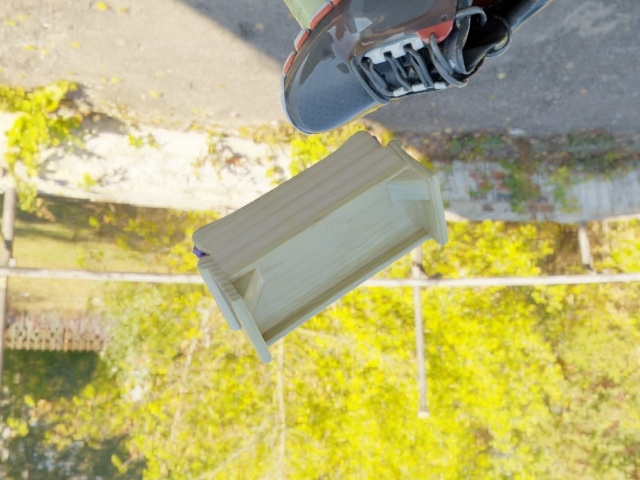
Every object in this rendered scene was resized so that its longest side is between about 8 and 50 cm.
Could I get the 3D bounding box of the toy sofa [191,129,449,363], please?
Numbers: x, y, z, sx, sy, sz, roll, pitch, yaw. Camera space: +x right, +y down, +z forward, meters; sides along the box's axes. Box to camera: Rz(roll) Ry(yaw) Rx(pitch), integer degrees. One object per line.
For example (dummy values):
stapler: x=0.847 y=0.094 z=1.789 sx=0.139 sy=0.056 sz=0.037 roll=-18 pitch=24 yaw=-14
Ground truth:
toy sofa: x=0.000 y=0.000 z=1.082 sx=0.362 sy=0.177 sz=0.150 roll=-33 pitch=134 yaw=-13

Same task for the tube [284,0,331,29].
tube: x=-0.058 y=-0.427 z=1.140 sx=0.062 sy=0.240 sz=0.070 roll=-24 pitch=166 yaw=-44

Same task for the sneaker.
sneaker: x=0.045 y=-0.096 z=0.341 sx=0.157 sy=0.065 sz=0.061 roll=-35 pitch=130 yaw=21
